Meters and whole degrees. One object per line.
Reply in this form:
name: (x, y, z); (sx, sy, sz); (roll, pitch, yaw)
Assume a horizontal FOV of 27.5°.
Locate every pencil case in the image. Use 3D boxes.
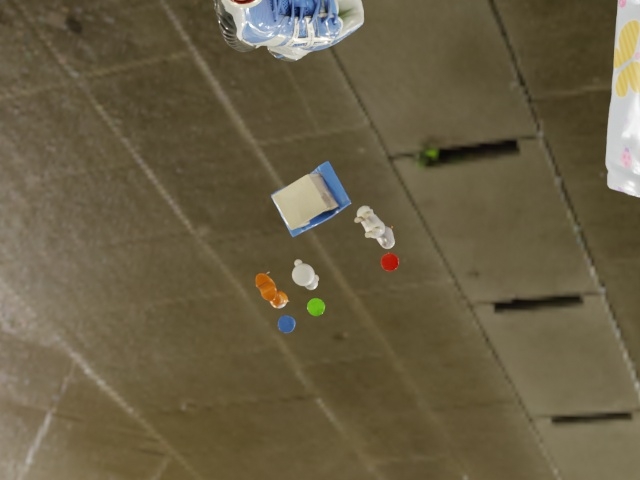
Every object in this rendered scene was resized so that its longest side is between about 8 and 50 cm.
pencil case: (0.337, -0.168, 1.220); (0.124, 0.113, 0.273); (-6, 105, -22)

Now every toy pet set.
toy pet set: (0.000, 0.000, 1.135); (0.122, 0.114, 0.065); (-30, 176, 16)

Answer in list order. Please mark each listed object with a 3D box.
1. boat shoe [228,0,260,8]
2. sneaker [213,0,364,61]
boat shoe: (-0.067, -0.234, 0.944); (0.049, 0.137, 0.043); (-14, 159, 4)
sneaker: (-0.030, -0.204, 1.122); (0.081, 0.080, 0.211); (-12, 180, 22)
